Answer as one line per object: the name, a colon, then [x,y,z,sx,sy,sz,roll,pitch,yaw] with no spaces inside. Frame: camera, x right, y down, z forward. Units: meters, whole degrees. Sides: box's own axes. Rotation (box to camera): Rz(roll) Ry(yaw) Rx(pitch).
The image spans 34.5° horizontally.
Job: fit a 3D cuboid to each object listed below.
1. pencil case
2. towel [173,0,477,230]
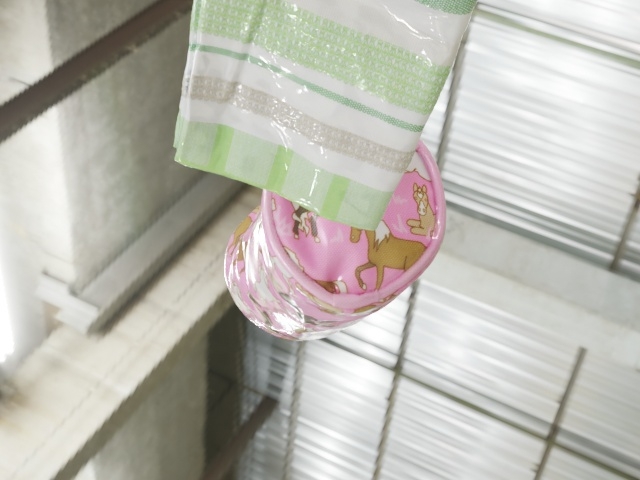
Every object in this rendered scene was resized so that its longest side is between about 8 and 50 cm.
pencil case: [0.000,0.000,0.967,0.160,0.167,0.386,-37,-1,-12]
towel: [-0.006,-0.070,0.445,0.152,0.113,0.023,109,-177,-47]
